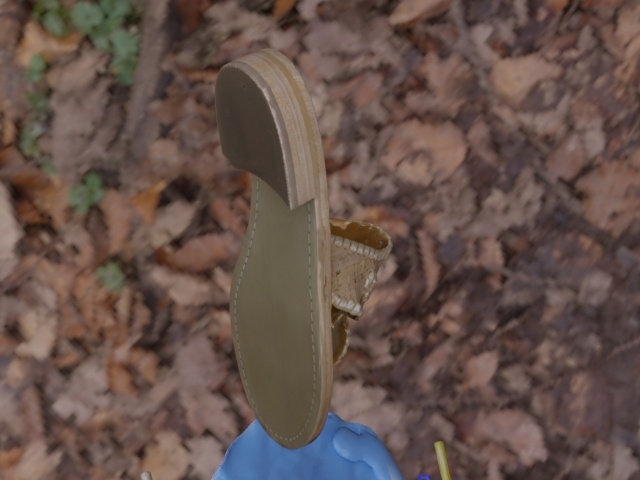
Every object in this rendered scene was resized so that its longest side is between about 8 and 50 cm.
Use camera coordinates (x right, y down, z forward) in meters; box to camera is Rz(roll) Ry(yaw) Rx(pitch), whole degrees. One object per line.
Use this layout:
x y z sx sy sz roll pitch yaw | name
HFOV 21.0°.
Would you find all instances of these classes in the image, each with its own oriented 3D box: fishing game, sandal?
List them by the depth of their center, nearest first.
0.004 0.003 0.885 0.088 0.079 0.240 39 144 42 | sandal
-0.007 0.207 1.206 0.041 0.264 0.189 -31 70 50 | fishing game
